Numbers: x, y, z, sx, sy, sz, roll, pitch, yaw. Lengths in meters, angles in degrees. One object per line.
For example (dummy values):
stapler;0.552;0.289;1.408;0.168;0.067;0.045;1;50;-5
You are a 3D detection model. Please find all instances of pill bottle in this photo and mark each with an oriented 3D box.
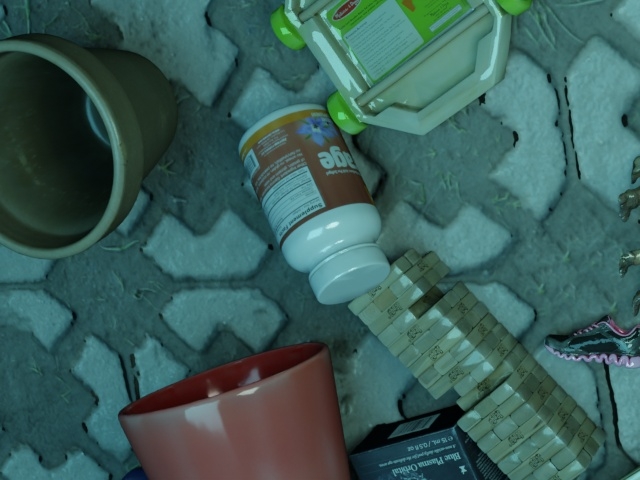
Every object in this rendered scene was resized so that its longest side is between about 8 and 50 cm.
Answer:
pill bottle;-0.003;-0.041;1.785;0.121;0.121;0.216;-39;65;32

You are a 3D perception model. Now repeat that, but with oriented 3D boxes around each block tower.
block tower;0.190;0.159;1.816;0.335;0.091;0.097;48;122;4

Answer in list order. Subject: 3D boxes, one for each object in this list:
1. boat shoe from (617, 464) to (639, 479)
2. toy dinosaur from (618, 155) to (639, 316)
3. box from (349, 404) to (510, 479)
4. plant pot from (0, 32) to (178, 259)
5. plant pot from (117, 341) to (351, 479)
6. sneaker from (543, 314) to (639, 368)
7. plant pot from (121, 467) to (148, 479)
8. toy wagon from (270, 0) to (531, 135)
boat shoe;0.424;0.272;1.716;0.340;0.127;0.113;-39;76;23
toy dinosaur;0.422;-0.004;1.628;0.200;0.127;0.296;1;96;19
box;0.145;0.295;1.887;0.156;0.093;0.158;-20;99;31
plant pot;-0.289;-0.133;1.875;0.263;0.229;0.263;9;111;25
plant pot;-0.082;0.280;1.879;0.275;0.275;0.243;-16;93;31
sneaker;0.315;0.111;1.766;0.119;0.047;0.057;5;103;18
plant pot;-0.201;0.466;2.054;0.236;0.212;0.236;9;111;24
toy wagon;0.065;-0.292;1.734;0.267;0.068;0.344;-35;89;32
